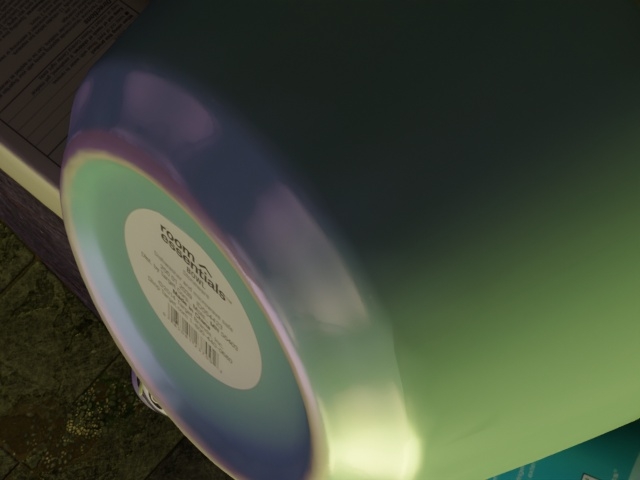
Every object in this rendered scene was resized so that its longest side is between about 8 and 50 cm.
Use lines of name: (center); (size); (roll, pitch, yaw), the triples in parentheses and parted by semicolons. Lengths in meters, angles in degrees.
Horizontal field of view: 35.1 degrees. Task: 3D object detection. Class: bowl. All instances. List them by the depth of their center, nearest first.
bowl: (0.000, 0.000, 0.458); (0.311, 0.163, 0.311); (37, 146, 30)

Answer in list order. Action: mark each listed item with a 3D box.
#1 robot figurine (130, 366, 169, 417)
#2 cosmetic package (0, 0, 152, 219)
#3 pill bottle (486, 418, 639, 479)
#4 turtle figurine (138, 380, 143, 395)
robot figurine: (-0.251, 0.233, 1.809); (0.209, 0.173, 0.278); (37, 166, -10)
cosmetic package: (-0.203, -0.128, 0.774); (0.309, 0.160, 0.113); (38, 165, 16)
pill bottle: (0.128, 0.129, 0.625); (0.264, 0.146, 0.146); (17, 152, 37)
turtle figurine: (-0.104, 0.087, 1.029); (0.175, 0.234, 0.118); (17, -162, 27)
